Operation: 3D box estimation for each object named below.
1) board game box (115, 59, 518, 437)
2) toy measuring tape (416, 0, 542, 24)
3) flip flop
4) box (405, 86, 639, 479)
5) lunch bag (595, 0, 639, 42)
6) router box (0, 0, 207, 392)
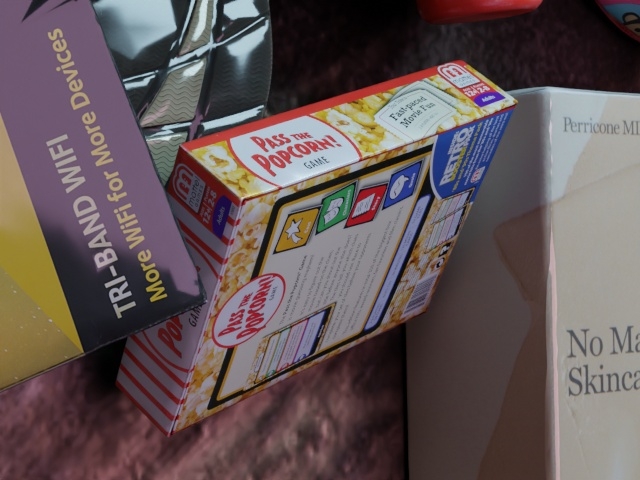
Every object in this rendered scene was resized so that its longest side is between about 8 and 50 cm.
[{"bbox_3d":[0.000,0.000,0.728,0.193,0.045,0.146,-21,142,-43],"label":"board game box"},{"bbox_3d":[0.052,-0.166,0.736,0.330,0.121,0.121,-13,97,-60],"label":"toy measuring tape"},{"bbox_3d":[-0.088,-0.129,0.714,0.112,0.080,0.277,12,69,-32],"label":"flip flop"},{"bbox_3d":[0.138,0.074,0.848,0.148,0.121,0.311,-3,91,-37],"label":"box"},{"bbox_3d":[0.236,-0.245,0.844,0.120,0.258,0.293,-50,117,-27],"label":"lunch bag"},{"bbox_3d":[-0.212,-0.073,0.559,0.243,0.081,0.308,-24,104,-13],"label":"router box"}]
